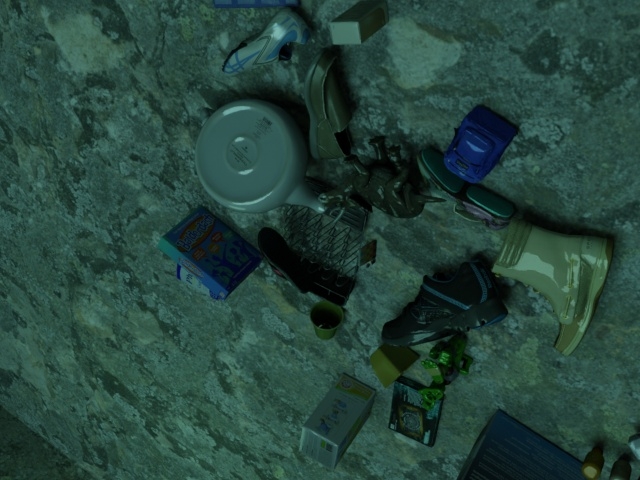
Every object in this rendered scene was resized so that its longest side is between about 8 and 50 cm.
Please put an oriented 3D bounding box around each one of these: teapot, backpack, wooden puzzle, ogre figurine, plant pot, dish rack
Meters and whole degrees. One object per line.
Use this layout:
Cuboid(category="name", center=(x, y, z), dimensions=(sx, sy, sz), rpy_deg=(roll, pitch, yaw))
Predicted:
Cuboid(category="teapot", center=(-0.133, -0.174, 1.648), dimensions=(0.253, 0.187, 0.256), rpy_deg=(-6, 88, 17))
Cuboid(category="backpack", center=(0.276, -0.165, 1.414), dimensions=(0.098, 0.101, 0.120), rpy_deg=(40, 141, 13))
Cuboid(category="wooden puzzle", center=(0.103, 0.029, 1.724), dimensions=(0.006, 0.049, 0.083), rpy_deg=(36, 140, 37))
Cuboid(category="ogre figurine", center=(0.278, 0.287, 1.746), dimensions=(0.097, 0.118, 0.197), rpy_deg=(12, 127, 34))
Cuboid(category="plant pot", center=(0.013, 0.203, 1.911), dimensions=(0.083, 0.083, 0.079), rpy_deg=(27, 147, 16))
Cuboid(category="dish rack", center=(0.000, 0.000, 1.759), dimensions=(0.208, 0.074, 0.271), rpy_deg=(25, 133, 17))
Cuboid(category="plant pot", center=(0.167, 0.286, 1.857), dimensions=(0.083, 0.081, 0.081), rpy_deg=(47, 138, 13))

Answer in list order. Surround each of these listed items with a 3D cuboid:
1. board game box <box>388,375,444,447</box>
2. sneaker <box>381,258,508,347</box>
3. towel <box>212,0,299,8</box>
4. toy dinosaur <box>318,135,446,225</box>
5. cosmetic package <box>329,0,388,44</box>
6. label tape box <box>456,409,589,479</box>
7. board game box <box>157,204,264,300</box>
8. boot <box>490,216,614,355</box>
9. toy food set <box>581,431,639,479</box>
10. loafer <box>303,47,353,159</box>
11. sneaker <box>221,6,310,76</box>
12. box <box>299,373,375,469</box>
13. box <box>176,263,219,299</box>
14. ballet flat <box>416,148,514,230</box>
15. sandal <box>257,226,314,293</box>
Cuboid(category="board game box", center=(0.237, 0.429, 1.951), dimensions=(0.126, 0.026, 0.186), rpy_deg=(21, 132, 21))
Cuboid(category="sneaker", center=(0.252, 0.142, 1.680), dimensions=(0.341, 0.125, 0.139), rpy_deg=(-27, 77, 47))
Cuboid(category="towel", center=(-0.150, -0.575, 1.454), dimensions=(0.209, 0.034, 0.285), rpy_deg=(8, 128, 28))
Cuboid(category="toy dinosaur", center=(0.138, -0.105, 1.547), dimensions=(0.313, 0.121, 0.160), rpy_deg=(12, 136, 37))
Cuboid(category="cosmetic package", center=(0.070, -0.385, 1.379), dimensions=(0.060, 0.115, 0.041), rpy_deg=(10, 127, 31))
Cuboid(category="label tape box", center=(0.416, 0.575, 1.701), dimensions=(0.249, 0.347, 0.115), rpy_deg=(32, 136, 12))
Cuboid(category="board game box", center=(-0.266, 0.028, 1.910), dimensions=(0.210, 0.160, 0.047), rpy_deg=(38, 136, 5))
Cuboid(category="boot", center=(0.423, 0.088, 1.484), dimensions=(0.203, 0.095, 0.262), rpy_deg=(15, 127, 14))
Cuboid(category="toy food set", center=(0.673, 0.451, 1.627), dimensions=(0.232, 0.104, 0.111), rpy_deg=(-36, 84, 28))
Cuboid(category="loafer", center=(0.026, -0.263, 1.534), dimensions=(0.087, 0.094, 0.251), rpy_deg=(16, 140, 19))
Cuboid(category="sneaker", center=(-0.114, -0.374, 1.548), dimensions=(0.237, 0.085, 0.086), rpy_deg=(-22, 115, 47))
Cuboid(category="box", center=(0.044, 0.457, 1.985), dimensions=(0.103, 0.203, 0.114), rpy_deg=(26, 136, 19))
Cuboid(category="box", center=(-0.299, 0.066, 2.027), dimensions=(0.137, 0.072, 0.126), rpy_deg=(27, 134, 17))
Cuboid(category="ballet flat", center=(0.266, -0.087, 1.502), dimensions=(0.221, 0.077, 0.079), rpy_deg=(34, 139, 3))
Cuboid(category="sandal", center=(-0.087, 0.050, 1.765), dimensions=(0.179, 0.067, 0.040), rpy_deg=(52, 146, -10))
